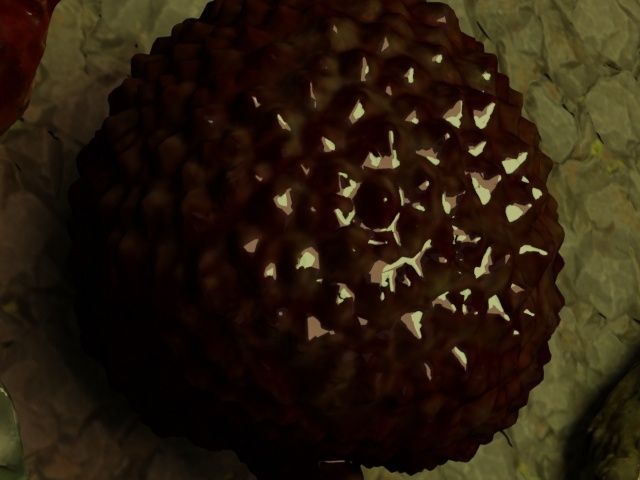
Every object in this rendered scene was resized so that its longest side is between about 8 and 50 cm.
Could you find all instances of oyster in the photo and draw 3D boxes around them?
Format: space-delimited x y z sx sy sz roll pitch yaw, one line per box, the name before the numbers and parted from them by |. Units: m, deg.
oyster | 0.251 0.178 1.200 0.166 0.094 0.294 52 41 -31

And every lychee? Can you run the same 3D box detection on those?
lychee | 0.000 0.000 0.945 0.306 0.306 0.330 15 73 -30

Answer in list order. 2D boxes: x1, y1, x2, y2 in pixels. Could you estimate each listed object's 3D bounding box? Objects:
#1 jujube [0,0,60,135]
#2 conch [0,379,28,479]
jujube | -0.313 -0.156 0.862 0.342 0.216 0.216 17 64 -20
conch | -0.280 0.051 0.821 0.277 0.195 0.220 49 43 11
